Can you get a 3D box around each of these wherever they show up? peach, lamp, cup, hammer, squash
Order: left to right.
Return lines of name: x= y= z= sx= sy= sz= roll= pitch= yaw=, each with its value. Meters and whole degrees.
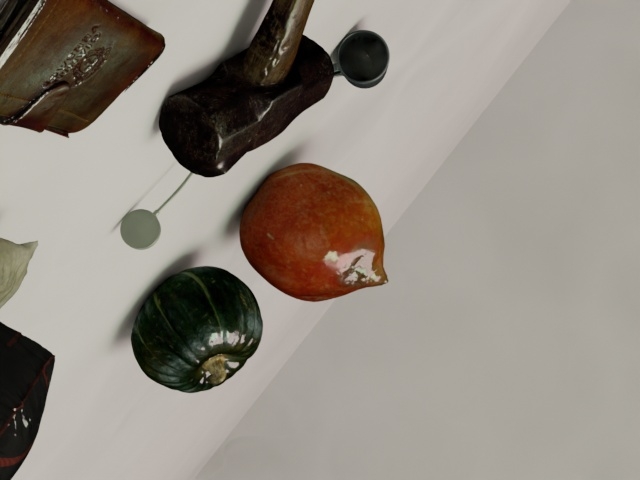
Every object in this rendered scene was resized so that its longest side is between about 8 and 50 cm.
lamp: x=-0.172 y=-0.066 z=1.432 sx=0.198 sy=0.050 sz=0.056 roll=-49 pitch=172 yaw=-9
squash: x=-0.190 y=0.142 z=1.785 sx=0.218 sy=0.172 sz=0.218 roll=-49 pitch=168 yaw=-14
hammer: x=-0.023 y=-0.266 z=1.240 sx=0.242 sy=0.095 sz=0.409 roll=-39 pitch=164 yaw=-48
peach: x=0.000 y=0.000 z=1.878 sx=0.232 sy=0.256 sz=0.232 roll=-47 pitch=174 yaw=-6
cup: x=0.053 y=-0.260 z=1.694 sx=0.100 sy=0.078 sz=0.077 roll=-16 pitch=176 yaw=3

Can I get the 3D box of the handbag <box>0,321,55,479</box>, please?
handbag: x=-0.376 y=0.195 z=1.179 sx=0.215 sy=0.155 sz=0.169 roll=-54 pitch=-176 yaw=13

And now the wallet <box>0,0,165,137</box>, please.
wallet: x=-0.213 y=-0.148 z=0.966 sx=0.137 sy=0.031 sz=0.255 roll=-51 pitch=171 yaw=5

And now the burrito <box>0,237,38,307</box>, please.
burrito: x=-0.350 y=0.041 z=0.927 sx=0.117 sy=0.076 sz=0.392 roll=-50 pitch=171 yaw=9
